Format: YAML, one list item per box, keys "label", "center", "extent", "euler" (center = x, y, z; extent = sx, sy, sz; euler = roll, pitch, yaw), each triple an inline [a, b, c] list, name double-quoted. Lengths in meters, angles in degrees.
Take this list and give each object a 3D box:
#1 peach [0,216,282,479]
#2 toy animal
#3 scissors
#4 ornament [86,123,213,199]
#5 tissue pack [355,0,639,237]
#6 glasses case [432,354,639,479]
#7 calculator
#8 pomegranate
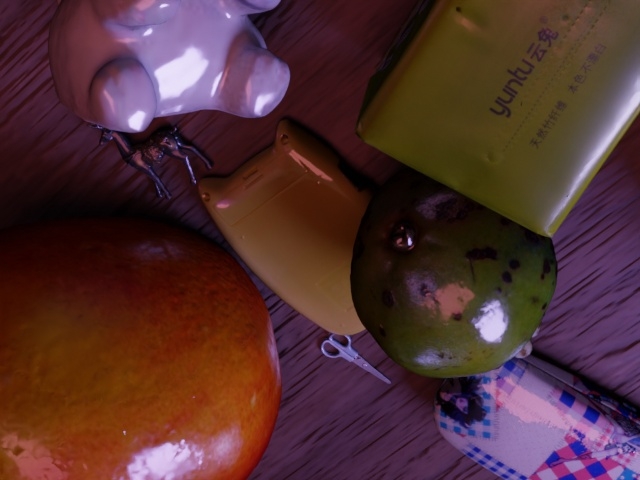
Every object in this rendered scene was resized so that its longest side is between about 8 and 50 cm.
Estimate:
- label: "peach"
  center: [-0.202, 0.124, 1.774]
  extent: [0.306, 0.380, 0.242]
  euler: [27, 127, 25]
- label: "toy animal"
  center: [-0.142, -0.280, 1.576]
  extent: [0.196, 0.241, 0.367]
  euler: [-14, 126, -32]
- label: "scissors"
  center: [0.038, 0.121, 1.899]
  extent: [0.083, 0.006, 0.036]
  euler: [37, 122, -13]
- label: "ornament"
  center: [-0.168, -0.096, 1.792]
  extent: [0.073, 0.028, 0.125]
  euler: [-30, 113, 26]
- label: "tissue pack"
  center: [0.185, -0.176, 1.596]
  extent: [0.200, 0.167, 0.274]
  euler: [28, 121, -7]
- label: "glasses case"
  center: [0.266, 0.214, 1.873]
  extent: [0.327, 0.076, 0.125]
  euler: [29, 123, -7]
- label: "calculator"
  center: [0.000, 0.000, 1.817]
  extent: [0.157, 0.033, 0.236]
  euler: [-36, 112, 25]
- label: "pomegranate"
  center: [0.134, 0.035, 1.734]
  extent: [0.202, 0.202, 0.248]
  euler: [-23, 148, 22]
